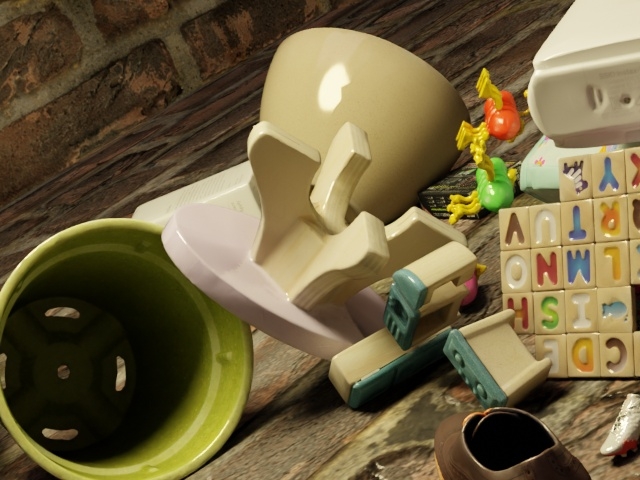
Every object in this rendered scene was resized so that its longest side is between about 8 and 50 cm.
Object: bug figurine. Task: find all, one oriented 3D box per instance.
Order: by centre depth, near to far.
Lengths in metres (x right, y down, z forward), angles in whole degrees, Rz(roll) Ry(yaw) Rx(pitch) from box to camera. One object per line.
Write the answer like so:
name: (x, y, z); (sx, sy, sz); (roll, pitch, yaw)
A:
bug figurine: (0.163, -0.033, 1.865); (0.072, 0.279, 0.216); (18, 27, -5)

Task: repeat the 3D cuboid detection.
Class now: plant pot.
plant pot: (-0.244, 0.133, 1.816); (0.276, 0.276, 0.254); (-31, 4, -25)
plant pot: (0.032, -0.116, 2.257); (0.284, 0.284, 0.191); (-8, 49, 48)

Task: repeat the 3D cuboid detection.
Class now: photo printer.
photo printer: (0.356, -0.197, 1.658); (0.256, 0.107, 0.307); (-8, 20, 25)

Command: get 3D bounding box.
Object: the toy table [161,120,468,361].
toy table: (0.000, 0.000, 1.727); (0.161, 0.274, 0.252); (-53, 33, 24)

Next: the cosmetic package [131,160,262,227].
cosmetic package: (-0.140, 0.006, 2.247); (0.183, 0.151, 0.151); (-21, 14, 9)

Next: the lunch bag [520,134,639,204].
lunch bag: (0.365, -0.099, 1.796); (0.262, 0.160, 0.223); (-25, 14, -25)

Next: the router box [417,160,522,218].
router box: (0.195, -0.064, 2.184); (0.092, 0.038, 0.122); (-32, 16, -25)

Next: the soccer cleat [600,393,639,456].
soccer cleat: (0.247, 0.142, 1.359); (0.083, 0.036, 0.029); (-33, 17, -33)

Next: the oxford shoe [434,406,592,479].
oxford shoe: (0.145, 0.163, 1.321); (0.097, 0.098, 0.271); (-27, 14, -11)

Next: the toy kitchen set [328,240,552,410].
toy kitchen set: (0.108, 0.124, 1.604); (0.122, 0.166, 0.207); (-28, -22, -17)

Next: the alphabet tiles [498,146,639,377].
alphabet tiles: (0.244, 0.022, 1.507); (0.009, 0.198, 0.237); (0, -4, -39)

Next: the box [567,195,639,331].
box: (0.372, -0.015, 1.508); (0.163, 0.142, 0.247); (-34, 17, -35)
